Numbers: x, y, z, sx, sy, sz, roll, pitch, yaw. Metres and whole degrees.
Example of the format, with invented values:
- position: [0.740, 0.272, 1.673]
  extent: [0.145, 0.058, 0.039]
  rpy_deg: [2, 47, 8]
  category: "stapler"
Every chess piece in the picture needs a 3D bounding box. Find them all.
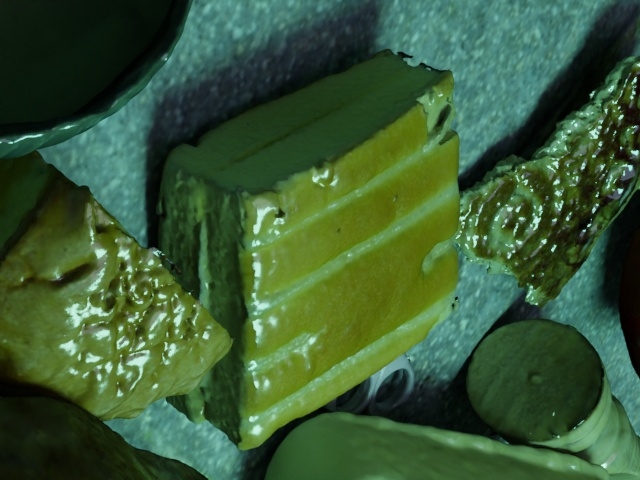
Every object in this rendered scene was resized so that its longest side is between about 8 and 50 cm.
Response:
- position: [0.251, 0.192, 1.780]
  extent: [0.137, 0.137, 0.301]
  rpy_deg: [-52, 145, -8]
  category: "chess piece"

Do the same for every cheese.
- position: [0.125, 0.301, 1.630]
  extent: [0.384, 0.104, 0.384]
  rpy_deg: [-12, 128, -16]
  category: "cheese"

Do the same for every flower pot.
- position: [-0.181, -0.143, 1.001]
  extent: [0.243, 0.157, 0.189]
  rpy_deg: [-25, 132, -36]
  category: "flower pot"

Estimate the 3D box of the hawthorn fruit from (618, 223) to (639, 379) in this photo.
- position: [0.440, 0.030, 1.773]
  extent: [0.311, 0.295, 0.295]
  rpy_deg: [-33, 151, 23]
  category: "hawthorn fruit"

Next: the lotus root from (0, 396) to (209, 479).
- position: [-0.228, 0.249, 1.189]
  extent: [0.375, 0.111, 0.390]
  rpy_deg: [-21, 145, -24]
  category: "lotus root"

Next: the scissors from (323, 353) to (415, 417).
- position: [0.063, 0.069, 1.561]
  extent: [0.110, 0.021, 0.212]
  rpy_deg: [-1, 116, -46]
  category: "scissors"

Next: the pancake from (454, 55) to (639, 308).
- position: [0.200, -0.055, 1.612]
  extent: [0.244, 0.057, 0.266]
  rpy_deg: [-7, 123, -33]
  category: "pancake"

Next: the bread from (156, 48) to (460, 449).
- position: [0.000, 0.000, 1.359]
  extent: [0.246, 0.111, 0.239]
  rpy_deg: [-28, 135, -36]
  category: "bread"

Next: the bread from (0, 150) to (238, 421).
- position: [-0.167, 0.040, 1.181]
  extent: [0.139, 0.143, 0.229]
  rpy_deg: [-43, 140, -3]
  category: "bread"
